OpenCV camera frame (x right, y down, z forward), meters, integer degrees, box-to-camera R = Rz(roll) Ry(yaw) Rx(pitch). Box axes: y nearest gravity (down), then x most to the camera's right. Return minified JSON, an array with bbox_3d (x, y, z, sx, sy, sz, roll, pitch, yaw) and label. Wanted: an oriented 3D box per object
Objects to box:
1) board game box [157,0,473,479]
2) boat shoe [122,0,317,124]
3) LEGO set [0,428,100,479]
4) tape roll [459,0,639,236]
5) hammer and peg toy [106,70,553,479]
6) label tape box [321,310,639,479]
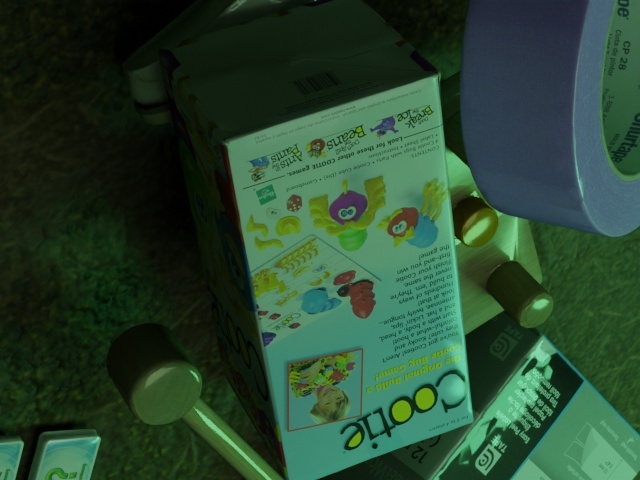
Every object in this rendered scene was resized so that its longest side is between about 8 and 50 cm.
[{"bbox_3d":[0.000,0.000,1.141,0.144,0.142,0.275,-18,125,-14],"label":"board game box"},{"bbox_3d":[-0.021,-0.201,1.181,0.302,0.113,0.103,-37,116,-6],"label":"boat shoe"},{"bbox_3d":[-0.280,0.265,1.366,0.182,0.060,0.244,1,121,-34],"label":"LEGO set"},{"bbox_3d":[0.202,-0.144,1.258,0.275,0.090,0.275,-30,126,-53],"label":"tape roll"},{"bbox_3d":[0.006,0.045,1.366,0.361,0.127,0.266,-32,136,-9],"label":"hammer and peg toy"},{"bbox_3d":[0.124,0.255,1.587,0.347,0.115,0.249,-52,134,-6],"label":"label tape box"}]
